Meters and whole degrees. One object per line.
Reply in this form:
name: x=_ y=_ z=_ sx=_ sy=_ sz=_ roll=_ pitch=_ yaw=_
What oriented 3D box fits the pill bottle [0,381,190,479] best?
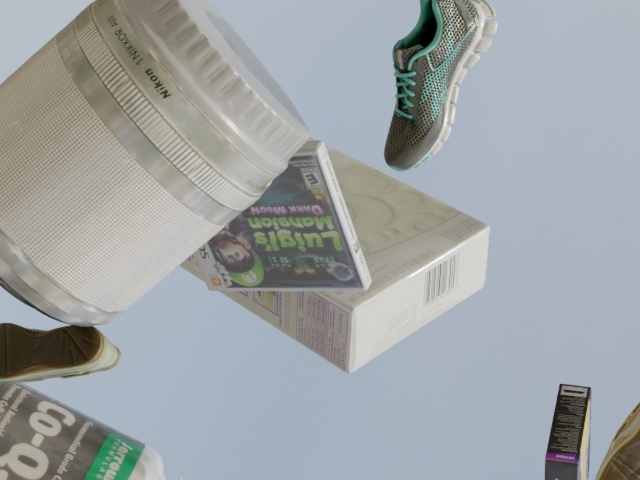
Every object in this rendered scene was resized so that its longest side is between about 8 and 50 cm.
pill bottle: x=-0.320 y=0.309 z=1.456 sx=0.204 sy=0.361 sz=0.204 roll=-62 pitch=-175 yaw=9

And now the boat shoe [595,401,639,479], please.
boat shoe: x=0.350 y=0.225 z=1.327 sx=0.135 sy=0.050 sz=0.045 roll=-49 pitch=-168 yaw=-5

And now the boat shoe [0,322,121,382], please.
boat shoe: x=-0.259 y=0.106 z=1.101 sx=0.153 sy=0.048 sz=0.056 roll=-8 pitch=-116 yaw=18

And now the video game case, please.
video game case: x=-0.059 y=-0.019 z=1.202 sx=0.190 sy=0.173 sz=0.022 roll=-1 pitch=-143 yaw=27

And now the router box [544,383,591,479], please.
router box: x=0.322 y=0.296 z=1.554 sx=0.046 sy=0.179 sz=0.133 roll=6 pitch=-139 yaw=17

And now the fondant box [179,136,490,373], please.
fondant box: x=0.000 y=0.000 z=1.436 sx=0.330 sy=0.238 sz=0.096 roll=28 pitch=-48 yaw=36

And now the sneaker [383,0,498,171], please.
sneaker: x=0.085 y=-0.143 z=1.039 sx=0.065 sy=0.076 sz=0.166 roll=30 pitch=-81 yaw=51

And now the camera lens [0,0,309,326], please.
camera lens: x=-0.175 y=-0.076 z=1.041 sx=0.274 sy=0.219 sz=0.219 roll=-39 pitch=-141 yaw=9
